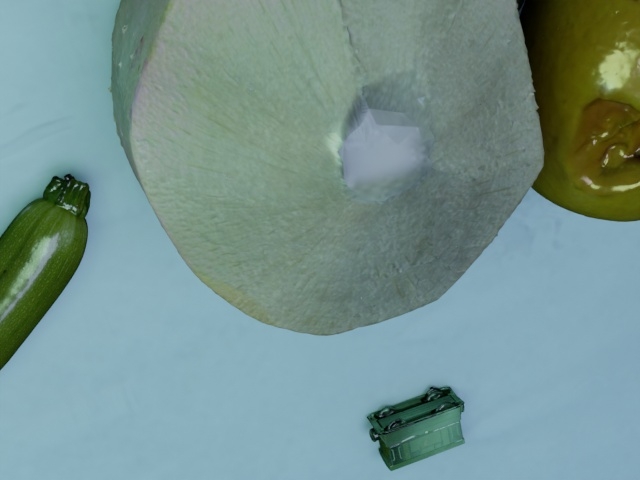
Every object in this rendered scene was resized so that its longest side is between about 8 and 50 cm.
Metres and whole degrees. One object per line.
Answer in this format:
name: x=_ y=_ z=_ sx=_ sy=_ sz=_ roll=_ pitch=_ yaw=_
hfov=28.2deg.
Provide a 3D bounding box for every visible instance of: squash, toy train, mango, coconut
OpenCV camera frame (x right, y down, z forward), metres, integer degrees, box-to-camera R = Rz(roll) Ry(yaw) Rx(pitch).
squash: x=-0.257 y=0.057 z=0.995 sx=0.069 sy=0.069 sz=0.258 roll=40 pitch=94 yaw=-27
toy train: x=0.091 y=0.173 z=1.176 sx=0.093 sy=0.038 sz=0.056 roll=-19 pitch=118 yaw=-12
mango: x=0.244 y=-0.195 z=0.972 sx=0.182 sy=0.253 sz=0.364 roll=8 pitch=102 yaw=5
coconut: x=0.004 y=-0.099 z=0.882 sx=0.298 sy=0.309 sz=0.297 roll=-6 pitch=114 yaw=-14

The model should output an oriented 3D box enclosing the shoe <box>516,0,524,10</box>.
shoe: x=0.105 y=-0.289 z=0.969 sx=0.098 sy=0.103 sz=0.274 roll=-9 pitch=107 yaw=-14
